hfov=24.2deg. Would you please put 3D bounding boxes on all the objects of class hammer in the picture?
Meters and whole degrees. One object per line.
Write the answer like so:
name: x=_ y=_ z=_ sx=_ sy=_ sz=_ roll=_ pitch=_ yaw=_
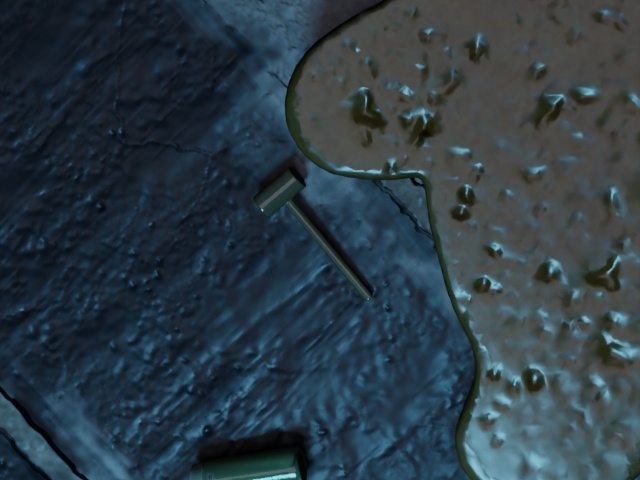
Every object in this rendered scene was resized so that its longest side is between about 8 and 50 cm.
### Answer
hammer: x=0.000 y=0.000 z=1.064 sx=0.035 sy=0.019 sz=0.110 roll=-39 pitch=96 yaw=12

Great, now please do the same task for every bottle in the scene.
bottle: x=-0.053 y=0.170 z=1.088 sx=0.083 sy=0.030 sz=0.030 roll=-10 pitch=97 yaw=11

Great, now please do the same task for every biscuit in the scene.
biscuit: x=0.201 y=-0.044 z=0.999 sx=0.368 sy=0.076 sz=0.394 roll=-26 pitch=96 yaw=12
